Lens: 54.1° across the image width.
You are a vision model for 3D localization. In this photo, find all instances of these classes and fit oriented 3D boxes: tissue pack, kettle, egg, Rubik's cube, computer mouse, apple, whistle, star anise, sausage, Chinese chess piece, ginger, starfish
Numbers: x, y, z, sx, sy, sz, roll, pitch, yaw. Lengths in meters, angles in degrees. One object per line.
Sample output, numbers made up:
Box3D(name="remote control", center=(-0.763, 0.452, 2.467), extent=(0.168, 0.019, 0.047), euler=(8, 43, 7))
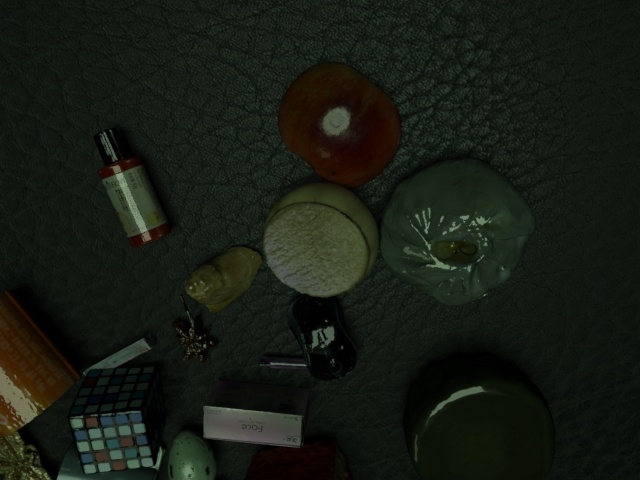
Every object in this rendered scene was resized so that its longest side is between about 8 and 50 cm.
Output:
Box3D(name="tissue pack", center=(-0.155, 0.431, 1.573), extent=(0.246, 0.148, 0.092), euler=(4, 104, 4))
Box3D(name="kettle", center=(-0.546, 0.604, 1.652), extent=(0.243, 0.160, 0.210), euler=(13, 75, -7))
Box3D(name="egg", center=(-0.338, 0.573, 1.627), extent=(0.131, 0.131, 0.164), euler=(-19, 88, 8))
Box3D(name="Rubik's cube", center=(-0.496, 0.441, 1.552), extent=(0.184, 0.187, 0.182), euler=(-3, 113, -2))
Box3D(name="computer mouse", center=(0.007, 0.234, 1.529), extent=(0.137, 0.096, 0.233), euler=(-26, 90, 4))
Box3D(name="apple", center=(0.039, -0.251, 1.394), extent=(0.293, 0.163, 0.251), euler=(40, 101, -4))
Box3D(name="whistle", center=(-0.070, 0.313, 1.596), extent=(0.176, 0.033, 0.033), euler=(3, 103, 3))
Box3D(name="star anise", center=(-0.324, 0.223, 1.575), extent=(0.097, 0.070, 0.190), euler=(-15, 100, 9))
Box3D(name="sausage", center=(-0.770, 0.297, 1.535), extent=(0.233, 0.233, 0.287), euler=(-34, 98, 10))
Box3D(name="Chinese chess piece", center=(0.000, 0.000, 1.445), extent=(0.270, 0.112, 0.270), euler=(7, 120, 12))
Box3D(name="ginger", center=(-0.238, 0.082, 1.516), extent=(0.193, 0.122, 0.115), euler=(-42, 77, 6))
Box3D(name="starfish", center=(-0.881, 0.593, 1.682), extent=(0.324, 0.082, 0.432), euler=(-31, 104, 13))

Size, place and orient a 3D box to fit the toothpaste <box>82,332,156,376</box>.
Box3D(name="toothpaste", center=(-0.516, 0.301, 1.613), extent=(0.196, 0.047, 0.040), euler=(-29, 96, 9))

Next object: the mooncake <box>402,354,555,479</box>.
Box3D(name="mooncake", center=(0.380, 0.456, 1.524), extent=(0.356, 0.194, 0.356), euler=(0, 106, 0))

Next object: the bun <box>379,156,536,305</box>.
Box3D(name="bun", center=(0.309, -0.021, 1.415), extent=(0.354, 0.194, 0.354), euler=(1, 105, 3))

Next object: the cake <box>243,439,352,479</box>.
Box3D(name="cake", center=(-0.043, 0.701, 1.563), extent=(0.270, 0.269, 0.319), euler=(-15, 103, 7))

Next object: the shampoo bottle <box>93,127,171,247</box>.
Box3D(name="shampoo bottle", center=(-0.452, -0.129, 1.480), extent=(0.104, 0.104, 0.278), euler=(-20, 101, 8))
